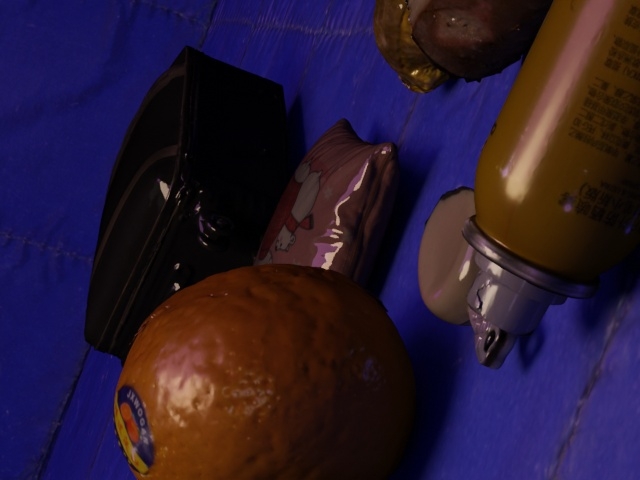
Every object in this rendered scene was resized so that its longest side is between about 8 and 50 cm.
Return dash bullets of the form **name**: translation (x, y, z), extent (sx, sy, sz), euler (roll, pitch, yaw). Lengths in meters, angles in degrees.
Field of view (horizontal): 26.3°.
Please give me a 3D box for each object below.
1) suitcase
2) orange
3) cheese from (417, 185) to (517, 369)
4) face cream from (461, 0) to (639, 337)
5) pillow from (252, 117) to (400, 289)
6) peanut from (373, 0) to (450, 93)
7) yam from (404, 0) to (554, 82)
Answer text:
- **suitcase**: translation (-0.151, -0.028, 1.602), extent (0.434, 0.194, 0.283), euler (-93, 27, -58)
- **orange**: translation (-0.039, 0.116, 0.990), extent (0.193, 0.219, 0.219), euler (58, 141, 18)
- **cheese**: translation (0.108, 0.019, 0.910), extent (0.171, 0.048, 0.092), euler (-125, 54, -72)
- **face cream**: translation (0.171, -0.106, 0.737), extent (0.105, 0.105, 0.348), euler (-110, 42, -67)
- **pillow**: translation (0.000, 0.000, 1.239), extent (0.223, 0.084, 0.236), euler (-67, 18, 4)
- **peanut**: translation (0.086, -0.216, 1.122), extent (0.087, 0.087, 0.206), euler (-89, -3, -50)
- **yam**: translation (0.146, -0.217, 0.935), extent (0.128, 0.129, 0.238), euler (-35, -3, -29)
